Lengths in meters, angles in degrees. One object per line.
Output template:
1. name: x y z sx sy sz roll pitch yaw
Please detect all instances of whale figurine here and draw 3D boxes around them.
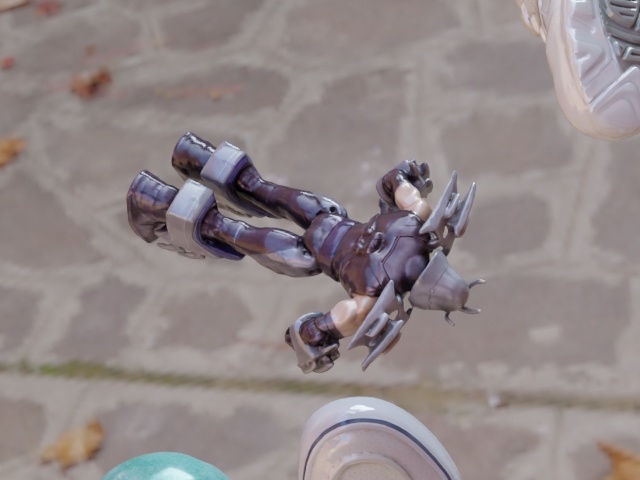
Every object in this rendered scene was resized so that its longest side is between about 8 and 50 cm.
1. whale figurine: -0.152 0.280 1.945 0.216 0.141 0.272 22 -3 -5

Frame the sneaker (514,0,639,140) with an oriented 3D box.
1. sneaker: 0.154 -0.133 1.084 0.090 0.115 0.232 20 50 -14

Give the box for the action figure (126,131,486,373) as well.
1. action figure: 0.000 0.000 1.455 0.285 0.099 0.185 22 58 27

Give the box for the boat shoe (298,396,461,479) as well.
1. boat shoe: 0.071 0.308 1.583 0.136 0.367 0.156 -13 28 5
